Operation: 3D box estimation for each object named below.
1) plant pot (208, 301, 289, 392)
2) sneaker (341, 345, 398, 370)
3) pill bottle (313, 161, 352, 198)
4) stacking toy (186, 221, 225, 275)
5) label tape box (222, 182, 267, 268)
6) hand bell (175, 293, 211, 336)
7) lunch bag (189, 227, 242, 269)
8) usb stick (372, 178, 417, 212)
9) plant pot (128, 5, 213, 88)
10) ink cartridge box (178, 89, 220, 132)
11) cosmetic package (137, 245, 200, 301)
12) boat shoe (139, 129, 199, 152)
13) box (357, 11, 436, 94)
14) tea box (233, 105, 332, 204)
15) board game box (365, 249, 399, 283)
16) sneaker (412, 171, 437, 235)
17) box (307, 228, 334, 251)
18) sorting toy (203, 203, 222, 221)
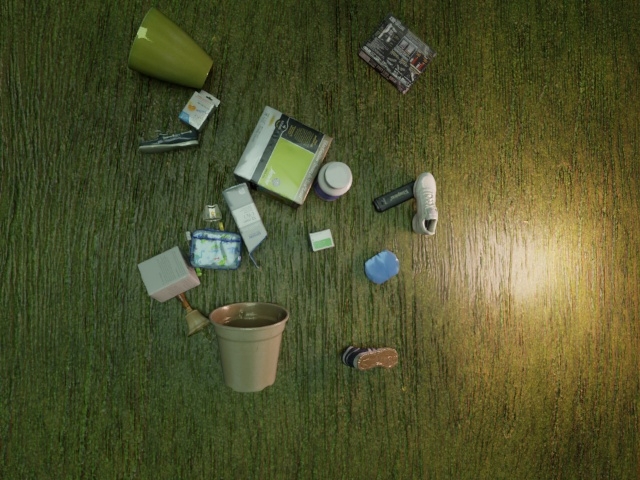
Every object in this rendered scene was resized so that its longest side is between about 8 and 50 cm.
[{"bbox_3d":[-0.305,0.459,1.723,0.334,0.334,0.305,1,99,-9],"label":"plant pot"},{"bbox_3d":[0.227,0.549,1.899,0.282,0.153,0.099,7,84,-38],"label":"sneaker"},{"bbox_3d":[0.056,-0.267,1.802,0.153,0.272,0.152,0,88,-9],"label":"pill bottle"},{"bbox_3d":[-0.499,0.041,1.820,0.167,0.052,0.221,-13,91,-9],"label":"stacking toy"},{"bbox_3d":[-0.302,-0.057,1.752,0.115,0.249,0.347,-25,92,-8],"label":"label tape box"},{"bbox_3d":[-0.595,0.291,1.784,0.126,0.126,0.242,-34,82,-8],"label":"hand bell"},{"bbox_3d":[-0.458,0.038,1.762,0.219,0.090,0.175,7,86,-13],"label":"lunch bag"},{"bbox_3d":[0.390,-0.220,1.965,0.278,0.045,0.077,-25,93,-8],"label":"usb stick"},{"bbox_3d":[-0.629,-0.795,1.746,0.294,0.275,0.274,24,85,-23],"label":"plant pot"},{"bbox_3d":[-0.548,-0.598,1.829,0.104,0.061,0.181,31,84,-7],"label":"ink cartridge box"},{"bbox_3d":[-0.647,0.147,1.725,0.184,0.151,0.151,-26,71,-8],"label":"cosmetic package"},{"bbox_3d":[-0.676,-0.446,1.788,0.255,0.095,0.078,-12,91,-10],"label":"boat shoe"},{"bbox_3d":[0.375,-0.914,1.970,0.308,0.076,0.242,37,83,-6],"label":"box"},{"bbox_3d":[-0.168,-0.357,1.798,0.324,0.220,0.328,26,85,-6],"label":"tea box"},{"bbox_3d":[0.295,0.127,1.947,0.169,0.033,0.133,-32,98,-3],"label":"board game box"},{"bbox_3d":[0.514,-0.169,1.904,0.114,0.152,0.304,-4,103,-12],"label":"sneaker"},{"bbox_3d":[0.000,0.000,1.870,0.101,0.102,0.087,-15,88,-8],"label":"box"},{"bbox_3d":[-0.493,-0.128,1.834,0.084,0.045,0.075,-7,82,-8],"label":"sorting toy"}]
